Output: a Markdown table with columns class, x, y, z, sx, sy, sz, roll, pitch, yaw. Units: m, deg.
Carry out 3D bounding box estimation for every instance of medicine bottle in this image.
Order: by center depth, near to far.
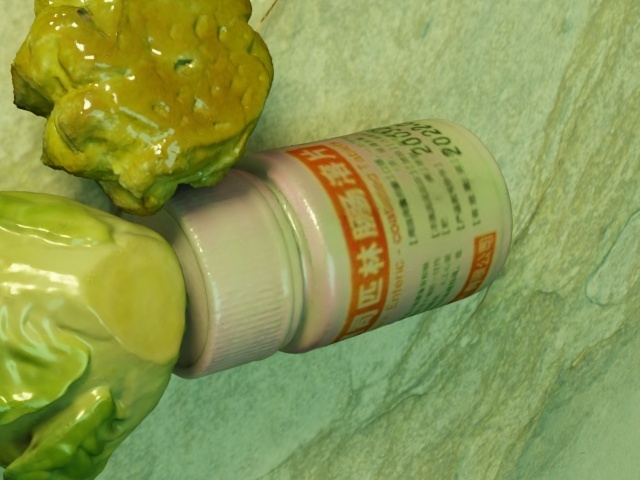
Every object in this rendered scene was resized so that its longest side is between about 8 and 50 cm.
| class | x | y | z | sx | sy | sz | roll | pitch | yaw |
| --- | --- | --- | --- | --- | --- | --- | --- | --- | --- |
| medicine bottle | 0.000 | 0.000 | 1.089 | 0.388 | 0.219 | 0.219 | -14 | 120 | -34 |

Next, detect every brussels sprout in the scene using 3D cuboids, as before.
| class | x | y | z | sx | sy | sz | roll | pitch | yaw |
| --- | --- | --- | --- | --- | --- | --- | --- | --- | --- |
| brussels sprout | -0.261 | 0.090 | 0.901 | 0.294 | 0.227 | 0.259 | -22 | 124 | 25 |

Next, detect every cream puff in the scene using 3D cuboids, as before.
| class | x | y | z | sx | sy | sz | roll | pitch | yaw |
| --- | --- | --- | --- | --- | --- | --- | --- | --- | --- |
| cream puff | -0.159 | -0.146 | 0.895 | 0.244 | 0.244 | 0.196 | -15 | 155 | -34 |
